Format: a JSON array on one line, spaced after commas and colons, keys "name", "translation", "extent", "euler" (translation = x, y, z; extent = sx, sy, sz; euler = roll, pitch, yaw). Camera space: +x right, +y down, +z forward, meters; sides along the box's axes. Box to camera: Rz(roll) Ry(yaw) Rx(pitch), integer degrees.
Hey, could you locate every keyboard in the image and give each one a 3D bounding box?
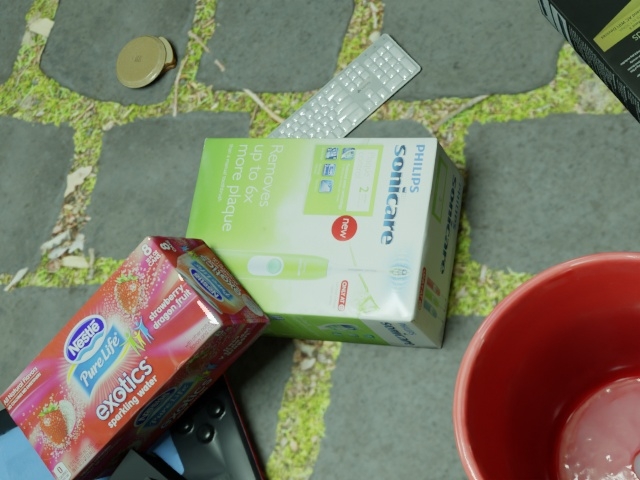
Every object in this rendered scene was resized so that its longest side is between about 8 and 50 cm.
[{"name": "keyboard", "translation": [0.006, -0.147, 1.510], "extent": [0.256, 0.014, 0.072], "euler": [-41, 59, 1]}]

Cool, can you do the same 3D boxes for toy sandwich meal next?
[{"name": "toy sandwich meal", "translation": [-0.232, -0.236, 1.641], "extent": [0.086, 0.029, 0.085], "euler": [-9, 67, 22]}]

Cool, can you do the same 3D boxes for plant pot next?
[{"name": "plant pot", "translation": [0.283, 0.177, 1.117], "extent": [0.275, 0.243, 0.275], "euler": [-9, 64, 19]}]

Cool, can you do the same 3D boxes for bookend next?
[{"name": "bookend", "translation": [-0.170, 0.277, 1.256], "extent": [0.156, 0.157, 0.072], "euler": [35, 85, 25]}]

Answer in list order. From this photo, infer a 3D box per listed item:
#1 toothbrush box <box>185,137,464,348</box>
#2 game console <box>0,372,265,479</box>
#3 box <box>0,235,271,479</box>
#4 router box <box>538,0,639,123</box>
[{"name": "toothbrush box", "translation": [0.000, 0.000, 1.380], "extent": [0.283, 0.122, 0.206], "euler": [3, 72, 22]}, {"name": "game console", "translation": [-0.244, 0.309, 1.381], "extent": [0.387, 0.060, 0.342], "euler": [-28, 60, 9]}, {"name": "box", "translation": [-0.196, 0.126, 1.299], "extent": [0.257, 0.123, 0.128], "euler": [-45, 72, 15]}, {"name": "router box", "translation": [0.429, -0.283, 1.359], "extent": [0.309, 0.081, 0.243], "euler": [-35, 59, 4]}]
